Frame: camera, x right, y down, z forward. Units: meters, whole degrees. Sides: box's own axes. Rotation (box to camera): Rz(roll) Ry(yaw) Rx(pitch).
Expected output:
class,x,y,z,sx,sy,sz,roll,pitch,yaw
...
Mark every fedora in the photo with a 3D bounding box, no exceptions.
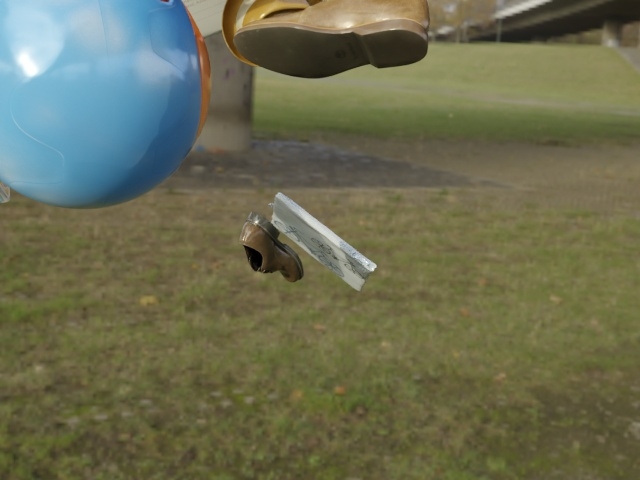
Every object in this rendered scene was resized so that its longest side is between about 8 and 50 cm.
class,x,y,z,sx,sy,sz,roll,pitch,yaw
fedora,-0.075,-0.386,1.702,0.194,0.194,0.079,-1,29,-24

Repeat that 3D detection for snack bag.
class,x,y,z,sx,sy,sz,roll,pitch,yaw
snack bag,0.000,0.000,2.508,0.323,0.037,0.342,38,-12,5

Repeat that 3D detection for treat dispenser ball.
class,x,y,z,sx,sy,sz,roll,pitch,yaw
treat dispenser ball,-0.267,-0.179,1.078,0.288,0.288,0.288,4,10,-1

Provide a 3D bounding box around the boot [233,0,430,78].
class,x,y,z,sx,sy,sz,roll,pitch,yaw
boot,0.018,-0.326,1.475,0.305,0.115,0.112,0,-29,17

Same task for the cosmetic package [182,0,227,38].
class,x,y,z,sx,sy,sz,roll,pitch,yaw
cosmetic package,-0.400,-0.648,2.087,0.327,0.393,0.329,-22,48,-8

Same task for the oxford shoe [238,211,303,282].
class,x,y,z,sx,sy,sz,roll,pitch,yaw
oxford shoe,-0.114,0.037,2.085,0.083,0.096,0.227,18,-21,40

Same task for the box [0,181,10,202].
class,x,y,z,sx,sy,sz,roll,pitch,yaw
box,-0.596,-0.169,1.643,0.103,0.203,0.114,-8,-28,-2
